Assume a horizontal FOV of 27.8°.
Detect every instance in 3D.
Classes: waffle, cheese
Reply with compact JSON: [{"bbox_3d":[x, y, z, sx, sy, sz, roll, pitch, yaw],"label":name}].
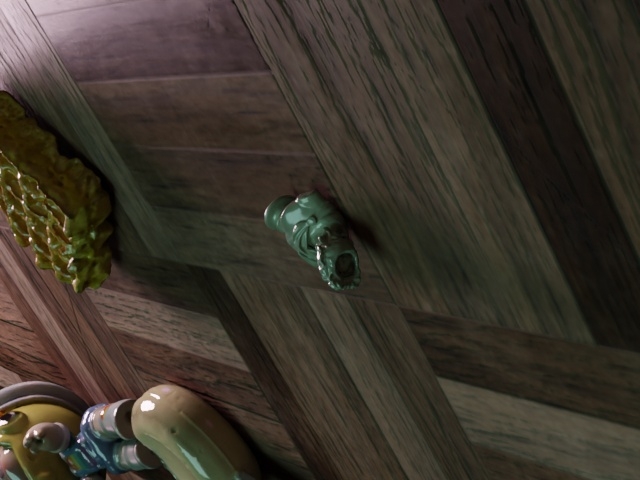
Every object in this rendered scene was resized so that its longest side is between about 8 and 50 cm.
[{"bbox_3d":[-0.303,-0.050,1.349,0.229,0.057,0.219,42,154,20],"label":"waffle"},{"bbox_3d":[-0.113,0.240,1.418,0.249,0.071,0.163,6,132,57],"label":"cheese"}]

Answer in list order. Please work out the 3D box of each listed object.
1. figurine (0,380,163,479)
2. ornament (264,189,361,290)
[{"bbox_3d":[-0.328,0.302,1.775,0.381,0.205,0.225,-6,119,38],"label":"figurine"},{"bbox_3d":[-0.002,-0.002,0.933,0.068,0.041,0.092,65,162,-17],"label":"ornament"}]
